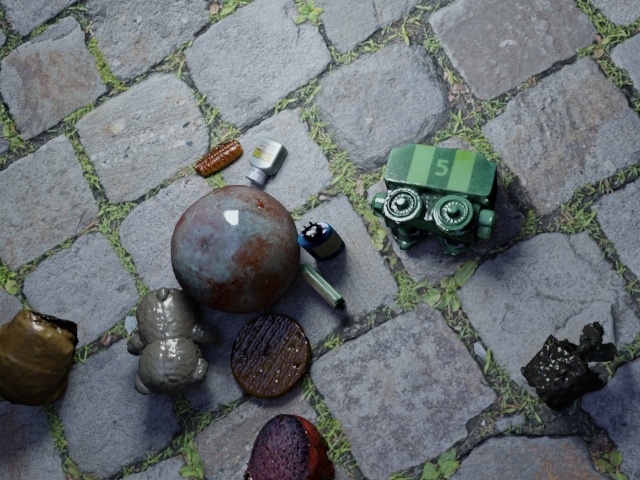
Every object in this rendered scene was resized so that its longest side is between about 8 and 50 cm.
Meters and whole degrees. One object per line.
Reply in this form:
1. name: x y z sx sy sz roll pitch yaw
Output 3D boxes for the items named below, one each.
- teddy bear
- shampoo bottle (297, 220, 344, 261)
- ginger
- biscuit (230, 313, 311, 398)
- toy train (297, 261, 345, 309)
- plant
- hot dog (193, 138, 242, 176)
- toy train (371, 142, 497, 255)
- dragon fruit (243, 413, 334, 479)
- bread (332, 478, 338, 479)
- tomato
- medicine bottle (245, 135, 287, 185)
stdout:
1. teddy bear: -0.369 0.250 2.005 0.235 0.151 0.267 -14 74 4
2. shampoo bottle: 0.000 0.000 1.951 0.087 0.183 0.050 -28 68 7
3. ginger: -0.729 0.302 2.036 0.200 0.269 0.223 17 71 -9
4. biscuit: -0.122 0.283 1.986 0.212 0.036 0.212 -4 75 16
5. toy train: 0.006 0.115 1.977 0.038 0.071 0.148 -46 68 -1
6. plant: 0.540 0.265 1.746 0.203 0.142 0.131 -36 53 8
7. hot dog: -0.275 -0.222 2.170 0.144 0.038 0.062 -31 69 6
8. toy train: 0.277 -0.099 1.921 0.298 0.167 0.238 12 68 17
9. dragon fruit: -0.048 0.515 1.859 0.218 0.148 0.224 23 92 51
10. bread: 0.064 0.616 1.816 0.152 0.077 0.105 28 80 24
11. tomato: -0.203 0.022 1.961 0.316 0.282 0.317 -2 85 22
12. medicine bottle: -0.147 -0.206 2.120 0.074 0.055 0.118 26 84 19
